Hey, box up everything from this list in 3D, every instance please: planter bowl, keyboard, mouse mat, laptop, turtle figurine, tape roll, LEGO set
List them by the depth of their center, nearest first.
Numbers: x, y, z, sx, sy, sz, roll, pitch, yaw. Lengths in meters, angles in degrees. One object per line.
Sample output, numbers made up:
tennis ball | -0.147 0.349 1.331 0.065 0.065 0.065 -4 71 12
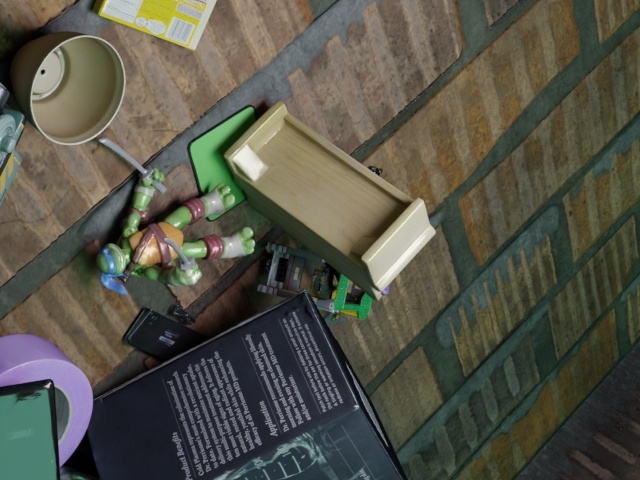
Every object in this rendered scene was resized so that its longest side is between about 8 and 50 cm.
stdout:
planter bowl | -0.379 -0.231 1.627 0.162 0.109 0.162 -28 132 -37
laptop | -0.630 0.421 1.789 0.382 0.236 0.407 -6 100 -29
turtle figurine | -0.230 -0.027 1.877 0.266 0.198 0.274 -17 132 -43
tape roll | -0.521 0.296 1.881 0.275 0.090 0.274 -27 134 -32
mouse mat | -0.162 -0.137 2.027 0.153 0.007 0.189 -36 137 -25
keyboard | -0.282 0.169 2.109 0.108 0.023 0.180 -51 144 3
LEGO set | 0.000 0.000 2.206 0.255 0.192 0.331 -11 112 -66

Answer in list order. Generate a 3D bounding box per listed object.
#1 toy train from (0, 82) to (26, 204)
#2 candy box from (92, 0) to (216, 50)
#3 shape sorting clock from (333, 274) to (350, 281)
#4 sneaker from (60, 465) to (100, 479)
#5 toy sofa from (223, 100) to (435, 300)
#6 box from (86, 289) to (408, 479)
toy train | -0.508 -0.059 1.545 0.190 0.142 0.333 101 10 -78
candy box | -0.250 -0.370 1.739 0.206 0.027 0.105 12 104 -52
shape sorting clock | 0.102 0.046 2.427 0.206 0.040 0.206 -28 135 -32
sneaker | -0.421 0.478 2.087 0.229 0.092 0.087 28 83 -42
toy sofa | 0.016 -0.069 1.967 0.150 0.362 0.177 -47 153 -12
box | -0.118 0.419 2.134 0.472 0.297 0.480 -27 140 2
